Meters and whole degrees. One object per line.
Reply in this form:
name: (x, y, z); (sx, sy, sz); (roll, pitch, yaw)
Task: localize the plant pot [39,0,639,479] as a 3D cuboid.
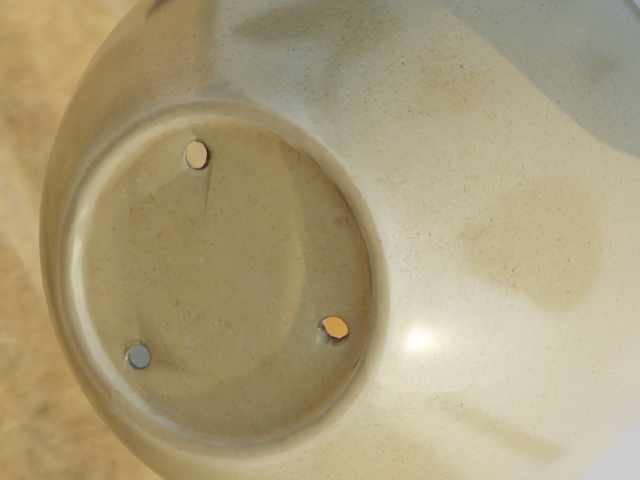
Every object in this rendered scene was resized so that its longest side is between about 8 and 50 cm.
plant pot: (0.000, 0.000, 0.697); (0.284, 0.284, 0.191); (65, 23, 2)

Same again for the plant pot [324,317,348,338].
plant pot: (0.070, -0.044, 1.405); (0.291, 0.203, 0.291); (39, 34, -34)
